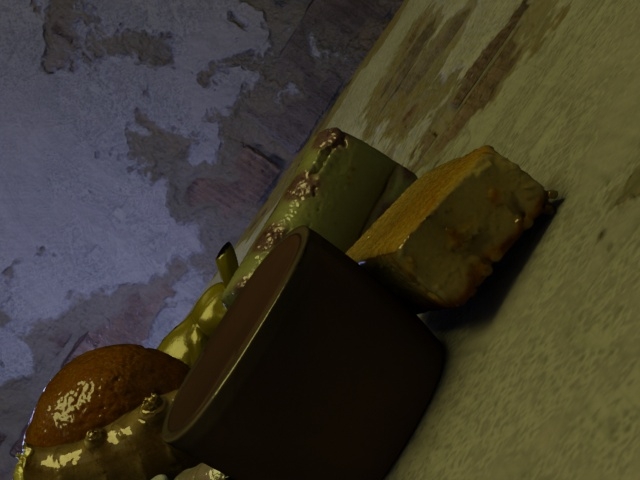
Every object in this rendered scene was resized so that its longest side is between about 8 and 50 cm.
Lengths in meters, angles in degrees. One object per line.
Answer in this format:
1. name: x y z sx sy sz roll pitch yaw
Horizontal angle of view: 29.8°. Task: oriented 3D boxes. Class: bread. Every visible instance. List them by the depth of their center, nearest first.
1. bread: 0.140 -0.005 1.400 0.185 0.114 0.275 -45 8 -13
2. bread: 0.000 0.000 1.927 0.338 0.187 0.155 -62 12 -24

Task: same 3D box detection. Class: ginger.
1. ginger: -0.275 0.342 1.864 0.376 0.236 0.166 -17 50 25

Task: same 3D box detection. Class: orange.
1. orange: -0.350 0.352 2.072 0.357 0.322 0.322 -55 8 37

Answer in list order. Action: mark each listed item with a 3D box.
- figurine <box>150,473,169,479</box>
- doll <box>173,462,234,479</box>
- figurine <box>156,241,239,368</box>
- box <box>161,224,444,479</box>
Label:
1. figurine: -0.235 0.444 1.739 0.128 0.184 0.208 -2 86 45
2. doll: -0.130 0.338 1.661 0.192 0.095 0.149 -35 -7 31
3. figurine: -0.203 0.194 2.393 0.326 0.218 0.169 -49 50 4
4. box: -0.016 0.159 1.362 0.301 0.216 0.301 -52 9 12
